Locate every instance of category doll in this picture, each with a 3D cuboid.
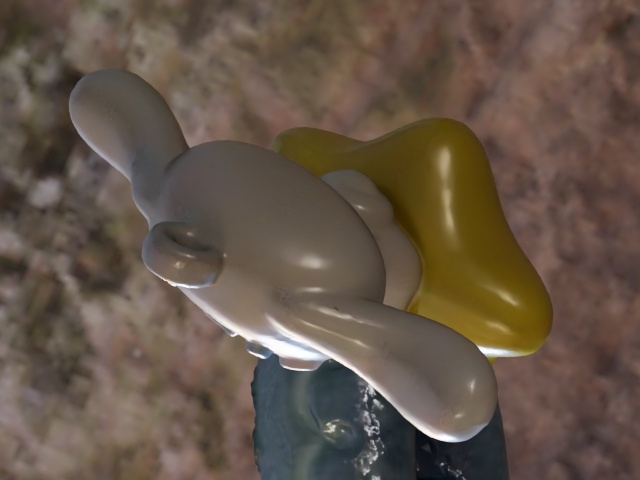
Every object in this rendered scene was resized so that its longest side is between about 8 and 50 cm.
[{"bbox_3d":[0.005,0.004,0.459,0.071,0.113,0.135,-62,-146,17],"label":"doll"}]

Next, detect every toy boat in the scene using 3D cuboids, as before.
[{"bbox_3d":[0.062,0.153,1.102,0.215,0.123,0.330,17,63,-60],"label":"toy boat"}]
